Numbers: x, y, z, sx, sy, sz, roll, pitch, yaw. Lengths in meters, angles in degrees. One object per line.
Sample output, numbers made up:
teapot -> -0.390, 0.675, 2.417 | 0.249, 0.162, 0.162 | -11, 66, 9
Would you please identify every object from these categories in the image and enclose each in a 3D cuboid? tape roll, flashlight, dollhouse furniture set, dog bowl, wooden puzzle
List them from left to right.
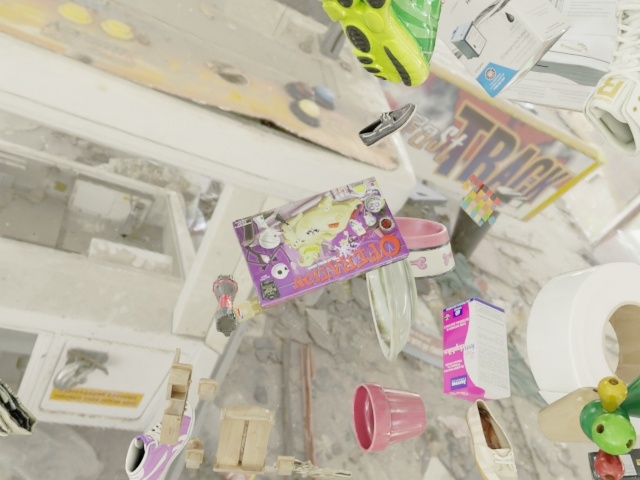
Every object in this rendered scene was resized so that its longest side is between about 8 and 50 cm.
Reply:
flashlight -> -0.363, 0.236, 2.076 | 0.103, 0.103, 0.304 | 36, 12, -21
dollhouse furniture set -> -0.225, 0.441, 1.438 | 0.356, 0.303, 0.173 | 9, 27, -9
dog bowl -> 0.303, 0.017, 2.055 | 0.409, 0.150, 0.408 | -1, 14, 0
wooden puzzle -> 0.233, -0.055, 0.793 | 0.083, 0.049, 0.006 | 40, -5, -22
tape roll -> 0.497, 0.182, 0.928 | 0.287, 0.100, 0.285 | 4, 78, -21

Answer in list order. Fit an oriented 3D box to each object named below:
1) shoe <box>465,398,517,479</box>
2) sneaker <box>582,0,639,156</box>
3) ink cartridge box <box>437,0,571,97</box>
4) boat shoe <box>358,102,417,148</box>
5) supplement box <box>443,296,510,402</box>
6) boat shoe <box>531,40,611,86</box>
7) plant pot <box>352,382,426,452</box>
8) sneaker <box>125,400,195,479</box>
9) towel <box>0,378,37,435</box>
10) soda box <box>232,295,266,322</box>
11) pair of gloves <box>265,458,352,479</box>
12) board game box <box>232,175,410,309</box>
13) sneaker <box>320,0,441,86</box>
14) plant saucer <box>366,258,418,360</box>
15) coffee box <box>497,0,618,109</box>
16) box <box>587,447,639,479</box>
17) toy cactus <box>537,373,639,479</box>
shoe -> 0.375, 0.450, 1.193 | 0.077, 0.058, 0.219 | 3, 37, -12
sneaker -> 0.433, -0.252, 0.735 | 0.292, 0.169, 0.108 | 56, -13, -30
ink cartridge box -> 0.273, -0.350, 0.867 | 0.082, 0.139, 0.190 | -34, 80, -27
boat shoe -> 0.204, -0.364, 1.677 | 0.065, 0.206, 0.075 | 38, 37, -24
supplement box -> 0.373, 0.266, 1.311 | 0.114, 0.111, 0.219 | 22, 56, -26
boat shoe -> 0.546, -0.401, 1.183 | 0.226, 0.075, 0.083 | 22, -7, 20
plant pot -> 0.211, 0.531, 1.648 | 0.181, 0.201, 0.201 | 1, 43, -16
sneaker -> -0.471, 0.579, 1.607 | 0.102, 0.161, 0.282 | 8, 48, 17
towel -> -0.620, 0.195, 0.821 | 0.312, 0.325, 0.056 | 63, 31, -19
soda box -> -0.248, 0.240, 1.901 | 0.058, 0.181, 0.061 | -24, 86, -29
pair of gloves -> -0.045, 0.733, 1.744 | 0.240, 0.204, 0.042 | 16, 60, -21
board game box -> 0.000, 0.000, 1.212 | 0.347, 0.056, 0.208 | -19, 76, -11
sneaker -> 0.065, -0.285, 0.579 | 0.110, 0.123, 0.295 | 17, -10, 22
plant saucer -> 0.211, 0.146, 1.589 | 0.101, 0.400, 0.400 | -8, 42, -3
coffee box -> 0.797, -0.554, 1.616 | 0.335, 0.337, 0.338 | -5, 22, -42
box -> 0.498, 0.359, 0.722 | 0.059, 0.233, 0.183 | -62, 135, -60
toy cactus -> 0.279, 0.150, 0.474 | 0.219, 0.180, 0.112 | -21, 76, -39
